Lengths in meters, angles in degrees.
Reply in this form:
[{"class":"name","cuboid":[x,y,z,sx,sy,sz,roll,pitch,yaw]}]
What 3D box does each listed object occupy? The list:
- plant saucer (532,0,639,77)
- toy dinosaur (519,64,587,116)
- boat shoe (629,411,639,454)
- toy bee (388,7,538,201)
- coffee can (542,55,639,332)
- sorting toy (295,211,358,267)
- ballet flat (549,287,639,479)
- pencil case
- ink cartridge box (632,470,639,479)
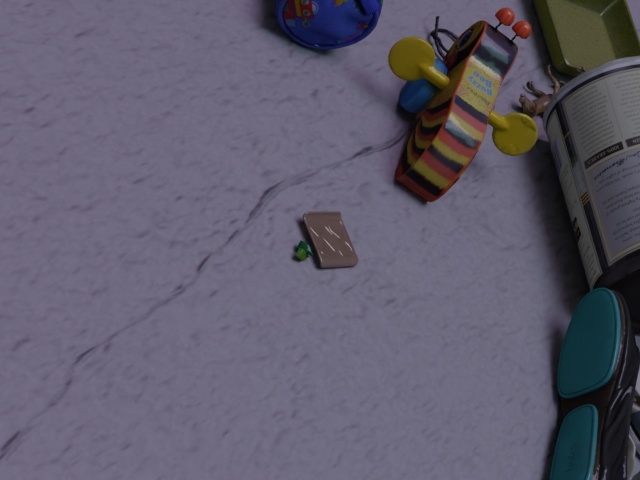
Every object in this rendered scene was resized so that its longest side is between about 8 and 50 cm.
[{"class":"plant saucer","cuboid":[0.370,-0.287,1.975,0.188,0.045,0.188,12,54,-36]},{"class":"toy dinosaur","cuboid":[0.333,-0.177,1.860,0.183,0.053,0.092,9,61,-18]},{"class":"boat shoe","cuboid":[0.476,0.252,1.633,0.319,0.099,0.116,41,44,-10]},{"class":"toy bee","cuboid":[0.166,-0.195,1.643,0.195,0.162,0.298,16,52,-31]},{"class":"coffee can","cuboid":[0.397,-0.056,1.711,0.201,0.201,0.275,14,53,-34]},{"class":"sorting toy","cuboid":[0.000,0.000,1.465,0.083,0.012,0.062,-2,67,-46]},{"class":"ballet flat","cuboid":[0.307,0.188,1.549,0.096,0.095,0.280,38,52,-28]},{"class":"pencil case","cuboid":[0.007,-0.371,1.656,0.119,0.133,0.306,53,27,-52]},{"class":"ink cartridge box","cuboid":[0.398,0.284,1.521,0.090,0.143,0.092,3,58,-19]}]
